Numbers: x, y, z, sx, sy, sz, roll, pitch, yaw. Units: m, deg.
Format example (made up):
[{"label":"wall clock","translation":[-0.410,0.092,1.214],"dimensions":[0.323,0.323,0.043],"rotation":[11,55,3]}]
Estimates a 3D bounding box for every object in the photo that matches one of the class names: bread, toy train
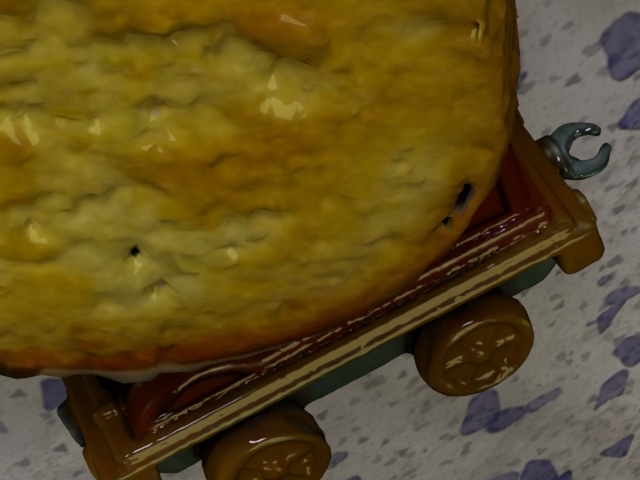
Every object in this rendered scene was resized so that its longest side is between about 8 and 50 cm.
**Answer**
[{"label":"bread","translation":[-0.095,-0.102,0.696],"dimensions":[0.398,0.215,0.398],"rotation":[-3,144,-2]},{"label":"toy train","translation":[0.000,0.000,0.971],"dimensions":[0.369,0.163,0.231],"rotation":[-28,137,-2]}]
